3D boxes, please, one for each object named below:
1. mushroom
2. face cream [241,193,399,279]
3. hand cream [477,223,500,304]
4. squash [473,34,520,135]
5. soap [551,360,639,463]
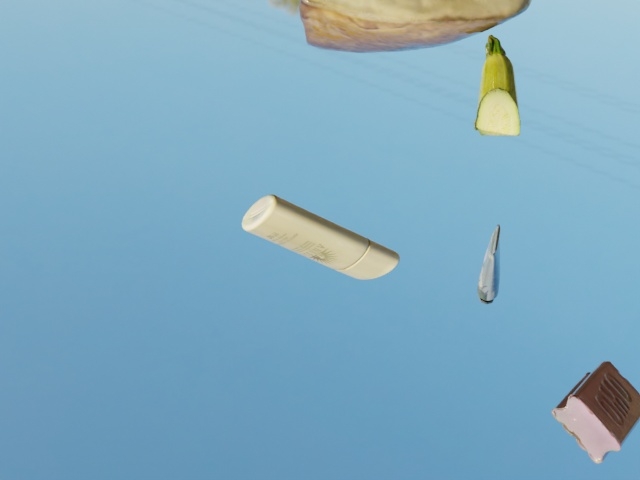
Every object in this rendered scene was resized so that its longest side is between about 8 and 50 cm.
[{"bbox_3d":[0.169,-0.420,1.662,0.398,0.224,0.313,11,165,6],"label":"mushroom"},{"bbox_3d":[0.000,0.000,2.172,0.349,0.081,0.173,25,155,-23],"label":"face cream"},{"bbox_3d":[0.427,0.069,2.304,0.055,0.256,0.088,12,-126,11],"label":"hand cream"},{"bbox_3d":[0.343,-0.299,1.805,0.090,0.200,0.075,5,-162,35],"label":"squash"},{"bbox_3d":[0.499,0.300,1.645,0.122,0.065,0.203,50,-147,12],"label":"soap"}]
